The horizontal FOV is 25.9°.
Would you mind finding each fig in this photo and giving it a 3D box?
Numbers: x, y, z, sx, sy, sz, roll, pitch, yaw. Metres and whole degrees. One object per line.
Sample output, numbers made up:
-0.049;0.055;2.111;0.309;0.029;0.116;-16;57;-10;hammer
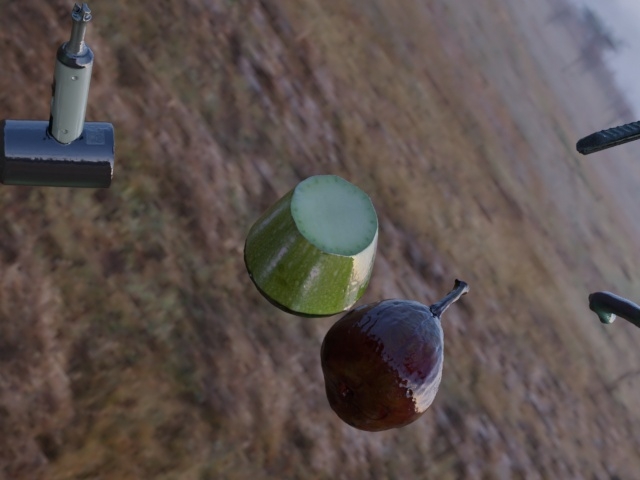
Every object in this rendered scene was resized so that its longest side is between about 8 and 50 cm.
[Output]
0.106;0.142;2.060;0.190;0.190;0.290;50;41;-28;fig

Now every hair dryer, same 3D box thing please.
-0.206;-0.116;1.105;0.198;0.100;0.057;111;-26;-48;hair dryer

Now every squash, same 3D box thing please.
0.000;0.000;1.743;0.170;0.123;0.170;11;55;-17;squash

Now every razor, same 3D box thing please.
0.367;-0.129;1.529;0.066;0.190;0.033;22;55;-49;razor

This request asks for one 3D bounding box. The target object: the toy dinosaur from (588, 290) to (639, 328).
0.384;0.023;1.590;0.331;0.129;0.383;44;-22;50;toy dinosaur
